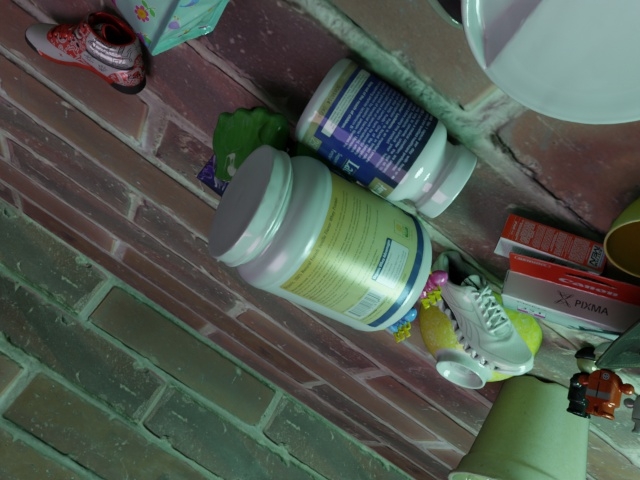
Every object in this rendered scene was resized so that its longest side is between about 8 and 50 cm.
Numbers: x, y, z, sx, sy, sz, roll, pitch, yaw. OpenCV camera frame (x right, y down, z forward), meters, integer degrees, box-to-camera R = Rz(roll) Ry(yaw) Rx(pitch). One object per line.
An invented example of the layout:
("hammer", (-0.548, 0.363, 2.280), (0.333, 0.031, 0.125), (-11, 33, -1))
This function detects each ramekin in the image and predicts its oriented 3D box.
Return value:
("ramekin", (0.293, -0.264, 0.537), (0.273, 0.127, 0.272), (23, 150, 14))

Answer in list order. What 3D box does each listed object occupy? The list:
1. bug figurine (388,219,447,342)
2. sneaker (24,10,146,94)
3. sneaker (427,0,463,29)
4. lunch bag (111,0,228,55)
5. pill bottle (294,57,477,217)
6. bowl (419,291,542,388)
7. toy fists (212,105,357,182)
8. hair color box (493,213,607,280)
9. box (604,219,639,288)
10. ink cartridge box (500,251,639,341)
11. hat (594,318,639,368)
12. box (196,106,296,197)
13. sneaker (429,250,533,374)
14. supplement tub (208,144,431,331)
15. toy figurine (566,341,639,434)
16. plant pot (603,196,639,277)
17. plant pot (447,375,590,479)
("bug figurine", (0.163, 0.064, 1.127), (0.216, 0.072, 0.278), (-36, 72, 44))
("sneaker", (-0.480, -0.414, 1.066), (0.270, 0.090, 0.145), (27, 149, 1))
("sneaker", (0.161, -0.346, 0.579), (0.118, 0.083, 0.222), (-2, 135, 44))
("lunch bag", (-0.198, -0.420, 0.682), (0.223, 0.160, 0.262), (51, 140, -6))
("pill bottle", (0.105, -0.158, 0.845), (0.265, 0.153, 0.153), (33, 150, -2))
("bowl", (0.350, 0.249, 1.233), (0.290, 0.156, 0.289), (23, 150, 14))
("toy fists", (-0.057, -0.164, 0.972), (0.279, 0.096, 0.142), (13, 112, -8))
("hair color box", (0.398, 0.016, 0.918), (0.167, 0.053, 0.093), (23, 167, 16))
("box", (0.574, 0.042, 0.847), (0.201, 0.021, 0.164), (11, 145, 32))
("ink cartridge box", (0.467, 0.114, 0.940), (0.275, 0.060, 0.239), (17, 170, 24))
("hat", (0.577, 0.162, 0.753), (0.332, 0.133, 0.331), (-9, 144, -7))
("box", (-0.149, -0.159, 1.124), (0.153, 0.108, 0.207), (38, 149, -13))
("sneaker", (0.318, 0.142, 1.065), (0.292, 0.110, 0.118), (51, 146, 31))
("supplement tub", (0.000, 0.000, 0.872), (0.316, 0.228, 0.228), (27, 155, -27))
("toy figurine", (0.615, 0.297, 1.043), (0.210, 0.148, 0.213), (15, 165, 16))
("plant pot", (0.491, -0.018, 0.758), (0.134, 0.095, 0.134), (23, 149, 15))
("plant pot", (0.532, 0.529, 1.334), (0.334, 0.305, 0.333), (22, 149, 14))
